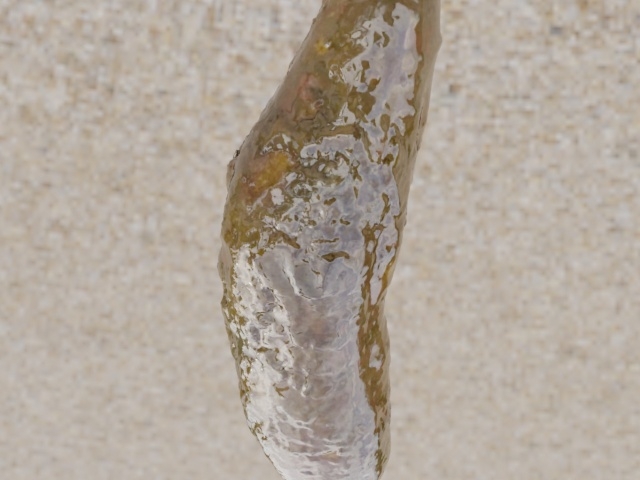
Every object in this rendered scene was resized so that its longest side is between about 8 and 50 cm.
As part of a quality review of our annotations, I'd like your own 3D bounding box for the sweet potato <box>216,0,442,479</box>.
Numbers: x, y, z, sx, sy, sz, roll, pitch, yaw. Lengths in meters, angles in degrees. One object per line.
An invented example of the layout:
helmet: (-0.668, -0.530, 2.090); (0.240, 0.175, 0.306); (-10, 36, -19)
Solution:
sweet potato: (-0.002, 0.003, 0.768); (0.092, 0.114, 0.342); (23, 125, 29)
